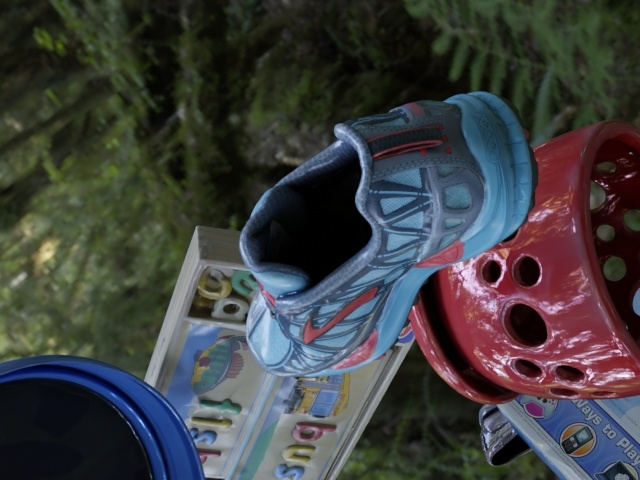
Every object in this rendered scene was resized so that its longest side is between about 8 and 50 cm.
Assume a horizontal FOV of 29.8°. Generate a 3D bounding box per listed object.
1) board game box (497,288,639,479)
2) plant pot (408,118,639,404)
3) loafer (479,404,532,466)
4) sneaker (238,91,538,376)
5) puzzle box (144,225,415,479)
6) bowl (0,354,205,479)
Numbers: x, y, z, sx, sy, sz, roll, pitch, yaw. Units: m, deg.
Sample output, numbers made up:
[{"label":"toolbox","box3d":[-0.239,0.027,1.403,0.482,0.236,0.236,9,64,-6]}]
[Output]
[{"label":"board game box","box3d":[0.369,0.156,1.100,0.308,0.302,0.086,48,177,42]},{"label":"plant pot","box3d":[0.165,0.028,0.868,0.174,0.191,0.191,-20,118,37]},{"label":"loafer","box3d":[0.362,0.250,1.764,0.109,0.302,0.095,38,-141,-26]},{"label":"sneaker","box3d":[0.000,0.000,0.675,0.262,0.125,0.104,-50,53,48]},{"label":"puzzle box","box3d":[-0.059,0.158,1.389,0.052,0.272,0.409,-100,24,-44]},{"label":"bowl","box3d":[-0.298,0.308,1.240,0.077,0.391,0.391,9,142,52]}]
